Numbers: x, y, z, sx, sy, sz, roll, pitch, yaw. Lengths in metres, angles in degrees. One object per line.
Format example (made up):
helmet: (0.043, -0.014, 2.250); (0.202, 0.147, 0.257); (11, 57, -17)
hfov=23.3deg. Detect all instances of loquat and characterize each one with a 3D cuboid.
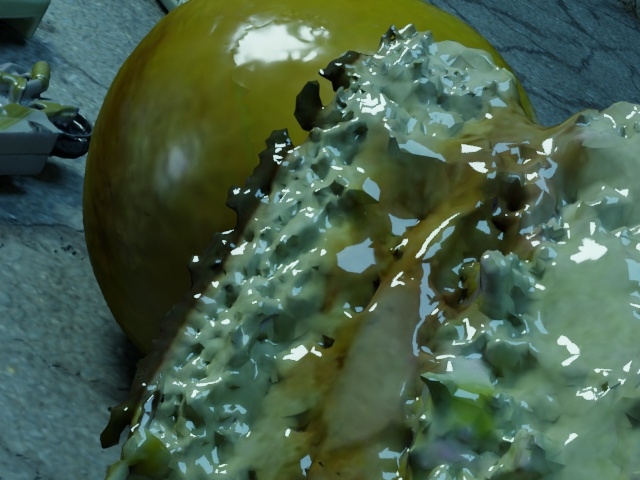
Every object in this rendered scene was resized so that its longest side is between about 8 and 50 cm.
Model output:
loquat: (0.000, 0.000, 1.026); (0.328, 0.328, 0.360); (23, 56, -22)

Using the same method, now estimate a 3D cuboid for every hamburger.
hamburger: (0.057, 0.142, 0.774); (0.268, 0.445, 0.287); (18, -24, 22)

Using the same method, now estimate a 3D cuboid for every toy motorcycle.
toy motorcycle: (-0.277, -0.104, 1.160); (0.152, 0.073, 0.225); (37, 23, 19)

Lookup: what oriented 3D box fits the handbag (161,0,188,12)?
handbag: (-0.037, -0.330, 1.630); (0.151, 0.298, 0.171); (12, 30, -40)

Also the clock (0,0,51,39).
clock: (-0.337, -0.229, 1.344); (0.151, 0.062, 0.191); (39, 24, 12)
